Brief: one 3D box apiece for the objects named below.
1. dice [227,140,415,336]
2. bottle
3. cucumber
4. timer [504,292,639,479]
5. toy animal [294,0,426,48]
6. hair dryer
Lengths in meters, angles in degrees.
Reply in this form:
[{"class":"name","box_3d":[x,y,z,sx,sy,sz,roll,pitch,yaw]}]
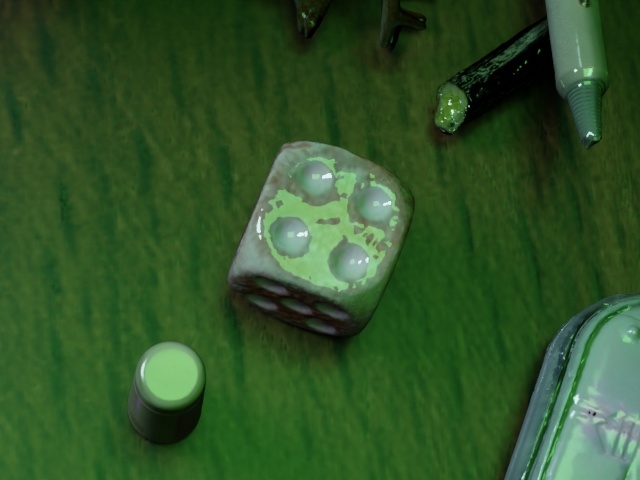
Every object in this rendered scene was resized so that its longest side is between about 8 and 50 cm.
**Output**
[{"class":"dice","box_3d":[0.000,0.000,1.073,0.091,0.094,0.093,23,70,-4]},{"class":"bottle","box_3d":[-0.090,0.089,1.029,0.045,0.096,0.045,2,73,-6]},{"class":"cucumber","box_3d":[0.128,-0.113,1.158,0.135,0.034,0.033,-32,59,-25]},{"class":"timer","box_3d":[0.215,0.141,1.070,0.191,0.069,0.208,21,69,-3]},{"class":"toy animal","box_3d":[-0.050,-0.243,1.149,0.260,0.087,0.243,-2,74,-5]},{"class":"hair dryer","box_3d":[0.140,-0.156,1.142,0.195,0.053,0.220,16,58,-3]}]
